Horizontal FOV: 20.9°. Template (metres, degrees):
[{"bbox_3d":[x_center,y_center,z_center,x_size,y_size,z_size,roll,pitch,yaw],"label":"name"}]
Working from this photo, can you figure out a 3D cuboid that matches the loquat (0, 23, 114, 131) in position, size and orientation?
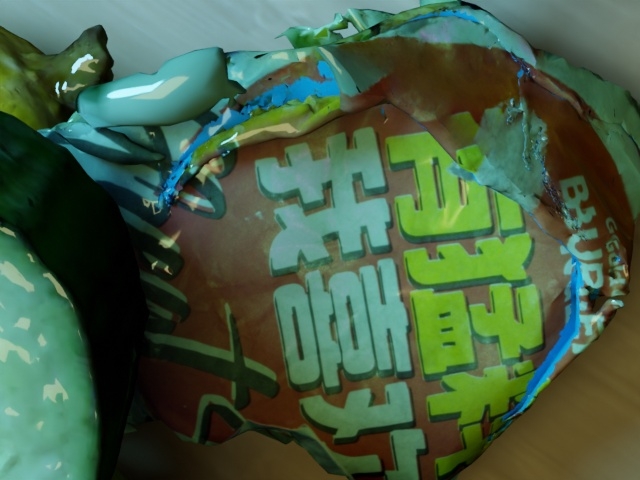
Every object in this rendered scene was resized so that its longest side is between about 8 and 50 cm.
[{"bbox_3d":[-0.197,-0.026,0.849,0.246,0.213,0.213,-31,87,14],"label":"loquat"}]

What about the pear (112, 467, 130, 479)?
[{"bbox_3d":[-0.186,0.243,0.854,0.287,0.287,0.375,16,94,18],"label":"pear"}]

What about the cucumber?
[{"bbox_3d":[-0.154,0.051,0.695,0.191,0.130,0.191,1,117,1],"label":"cucumber"}]

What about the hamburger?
[{"bbox_3d":[-0.004,-0.007,0.809,0.276,0.150,0.260,14,118,-11],"label":"hamburger"}]
